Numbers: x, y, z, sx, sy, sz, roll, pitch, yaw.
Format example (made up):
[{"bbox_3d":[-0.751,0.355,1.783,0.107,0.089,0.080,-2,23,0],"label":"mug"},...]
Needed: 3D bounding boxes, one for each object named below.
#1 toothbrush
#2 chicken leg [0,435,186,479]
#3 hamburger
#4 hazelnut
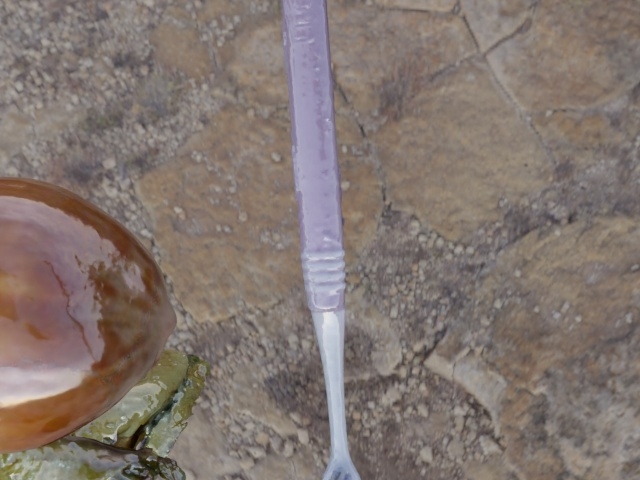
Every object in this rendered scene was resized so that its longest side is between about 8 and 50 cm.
[{"bbox_3d":[0.000,0.000,0.443,0.024,0.029,0.354,-3,97,7],"label":"toothbrush"},{"bbox_3d":[-0.333,0.196,0.825,0.429,0.152,0.201,23,33,-24],"label":"chicken leg"},{"bbox_3d":[-0.263,0.256,1.146,0.134,0.285,0.265,30,100,-5],"label":"hamburger"},{"bbox_3d":[-0.188,0.039,0.572,0.182,0.182,0.182,-1,64,2],"label":"hazelnut"}]
